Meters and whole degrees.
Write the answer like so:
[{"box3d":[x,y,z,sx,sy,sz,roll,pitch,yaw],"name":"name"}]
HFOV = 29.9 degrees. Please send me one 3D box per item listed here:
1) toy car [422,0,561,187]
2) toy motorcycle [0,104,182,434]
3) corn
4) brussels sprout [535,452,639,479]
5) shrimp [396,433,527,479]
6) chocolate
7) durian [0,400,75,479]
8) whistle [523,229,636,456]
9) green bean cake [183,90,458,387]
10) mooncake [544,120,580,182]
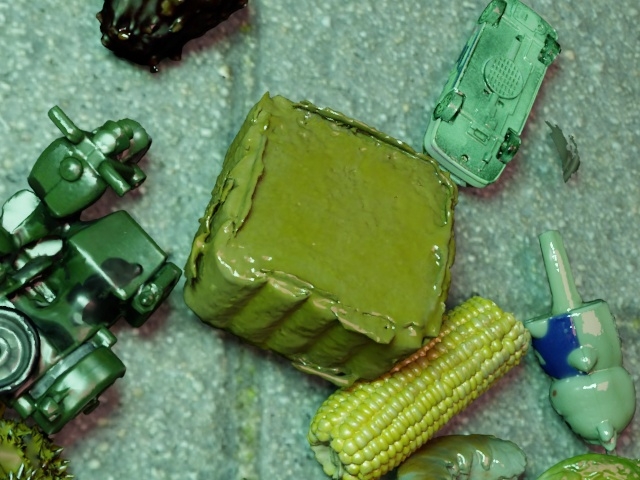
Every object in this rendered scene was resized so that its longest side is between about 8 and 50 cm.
[{"box3d":[0.175,-0.156,1.260,0.090,0.076,0.224,33,62,-13],"name":"toy car"},{"box3d":[-0.212,0.021,1.025,0.275,0.127,0.205,-42,86,-22],"name":"toy motorcycle"},{"box3d":[0.094,0.143,1.160,0.244,0.093,0.093,-33,94,-26],"name":"corn"},{"box3d":[0.264,0.285,1.205,0.181,0.100,0.139,-16,88,2],"name":"brussels sprout"},{"box3d":[0.155,0.233,1.135,0.161,0.166,0.049,4,105,-23],"name":"shrimp"},{"box3d":[-0.157,-0.230,1.121,0.156,0.156,0.133,35,97,-13],"name":"chocolate"},{"box3d":[-0.281,0.229,0.962,0.193,0.138,0.237,12,74,-21],"name":"durian"},{"box3d":[0.264,0.109,1.238,0.092,0.110,0.244,-17,88,10],"name":"whistle"},{"box3d":[0.000,0.000,1.105,0.229,0.131,0.224,22,55,-12],"name":"green bean cake"},{"box3d":[0.393,-0.082,1.356,0.347,0.057,0.150,-11,72,-30],"name":"mooncake"}]
